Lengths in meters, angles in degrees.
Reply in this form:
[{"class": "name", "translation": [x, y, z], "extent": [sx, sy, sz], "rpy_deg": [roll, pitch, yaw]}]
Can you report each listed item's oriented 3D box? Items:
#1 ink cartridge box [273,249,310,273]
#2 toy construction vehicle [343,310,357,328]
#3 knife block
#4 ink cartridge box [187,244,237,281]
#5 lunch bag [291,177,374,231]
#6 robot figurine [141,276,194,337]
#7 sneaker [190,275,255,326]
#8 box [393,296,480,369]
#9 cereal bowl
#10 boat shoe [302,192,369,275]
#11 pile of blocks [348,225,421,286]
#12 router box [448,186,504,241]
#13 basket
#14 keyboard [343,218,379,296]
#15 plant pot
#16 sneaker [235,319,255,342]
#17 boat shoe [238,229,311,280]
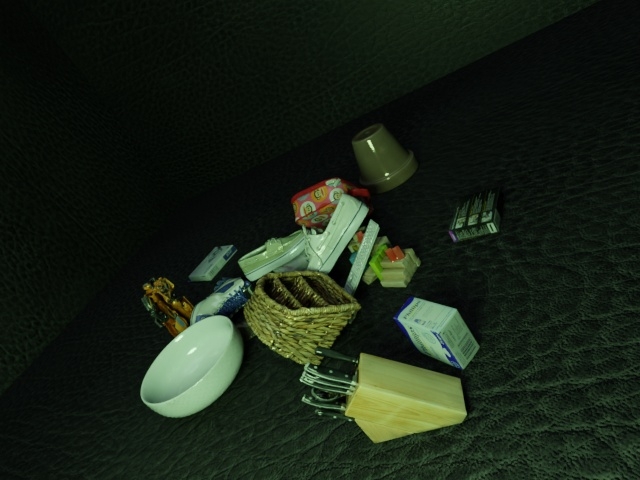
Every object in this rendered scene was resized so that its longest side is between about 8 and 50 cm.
[{"class": "ink cartridge box", "translation": [-0.063, 0.075, 1.636], "extent": [0.190, 0.082, 0.140], "rpy_deg": [-47, 26, -24]}, {"class": "toy construction vehicle", "translation": [0.058, 0.227, 1.278], "extent": [0.098, 0.035, 0.086], "rpy_deg": [-49, 19, -29]}, {"class": "knife block", "translation": [0.109, 0.279, 0.861], "extent": [0.276, 0.242, 0.088], "rpy_deg": [-24, 28, 21]}, {"class": "ink cartridge box", "translation": [-0.556, 0.115, 2.216], "extent": [0.224, 0.045, 0.223], "rpy_deg": [-9, 35, 43]}, {"class": "lunch bag", "translation": [0.063, -0.132, 1.641], "extent": [0.258, 0.293, 0.120], "rpy_deg": [-23, 71, 28]}, {"class": "robot figurine", "translation": [-0.546, 0.258, 1.650], "extent": [0.085, 0.291, 0.211], "rpy_deg": [-32, 25, 7]}, {"class": "sneaker", "translation": [-0.340, 0.227, 1.651], "extent": [0.182, 0.127, 0.315], "rpy_deg": [-22, 26, 31]}, {"class": "box", "translation": [0.253, 0.200, 0.967], "extent": [0.072, 0.126, 0.137], "rpy_deg": [-46, 26, -20]}, {"class": "cereal bowl", "translation": [-0.369, 0.399, 1.356], "extent": [0.339, 0.141, 0.339], "rpy_deg": [-28, 25, 14]}, {"class": "boat shoe", "translation": [0.001, 0.000, 1.476], "extent": [0.367, 0.157, 0.136], "rpy_deg": [-57, 4, 8]}, {"class": "pile of blocks", "translation": [0.157, 0.040, 1.393], "extent": [0.149, 0.112, 0.362], "rpy_deg": [-40, 25, -11]}, {"class": "router box", "translation": [0.464, -0.079, 1.308], "extent": [0.133, 0.046, 0.178], "rpy_deg": [-14, 31, 38]}, {"class": "basket", "translation": [-0.073, 0.175, 1.248], "extent": [0.223, 0.214, 0.299], "rpy_deg": [-56, 25, 2]}, {"class": "keyboard", "translation": [0.119, 0.062, 1.337], "extent": [0.255, 0.014, 0.072], "rpy_deg": [-70, 22, 11]}, {"class": "plant pot", "translation": [0.251, -0.360, 1.866], "extent": [0.263, 0.229, 0.263], "rpy_deg": [-27, 26, 14]}, {"class": "sneaker", "translation": [-0.238, 0.295, 1.499], "extent": [0.189, 0.066, 0.071], "rpy_deg": [-24, 9, 10]}, {"class": "boat shoe", "translation": [-0.167, 0.040, 1.619], "extent": [0.302, 0.094, 0.109], "rpy_deg": [-33, 20, 9]}]
